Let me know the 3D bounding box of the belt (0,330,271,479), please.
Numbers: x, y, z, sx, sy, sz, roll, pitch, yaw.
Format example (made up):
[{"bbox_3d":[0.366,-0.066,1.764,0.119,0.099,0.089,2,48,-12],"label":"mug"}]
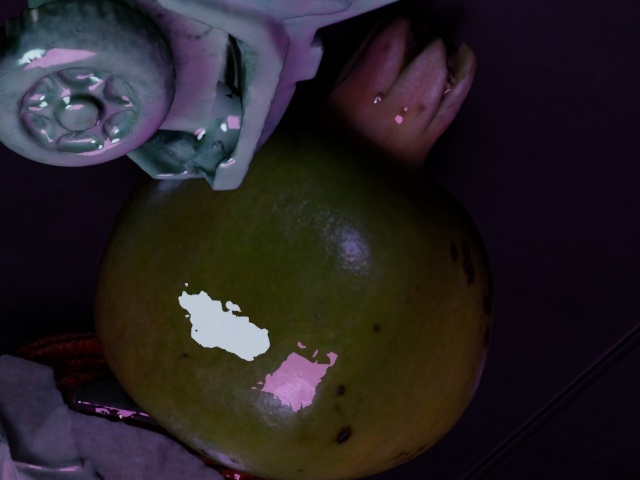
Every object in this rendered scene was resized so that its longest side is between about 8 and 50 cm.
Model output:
[{"bbox_3d":[-0.084,0.119,0.851,0.201,0.128,0.124,9,136,-10],"label":"belt"}]

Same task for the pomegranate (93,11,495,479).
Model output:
[{"bbox_3d":[0.000,0.000,0.712,0.180,0.180,0.209,25,102,-26],"label":"pomegranate"}]

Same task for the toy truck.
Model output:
[{"bbox_3d":[-0.034,-0.151,0.544,0.156,0.155,0.279,1,138,-15],"label":"toy truck"}]
